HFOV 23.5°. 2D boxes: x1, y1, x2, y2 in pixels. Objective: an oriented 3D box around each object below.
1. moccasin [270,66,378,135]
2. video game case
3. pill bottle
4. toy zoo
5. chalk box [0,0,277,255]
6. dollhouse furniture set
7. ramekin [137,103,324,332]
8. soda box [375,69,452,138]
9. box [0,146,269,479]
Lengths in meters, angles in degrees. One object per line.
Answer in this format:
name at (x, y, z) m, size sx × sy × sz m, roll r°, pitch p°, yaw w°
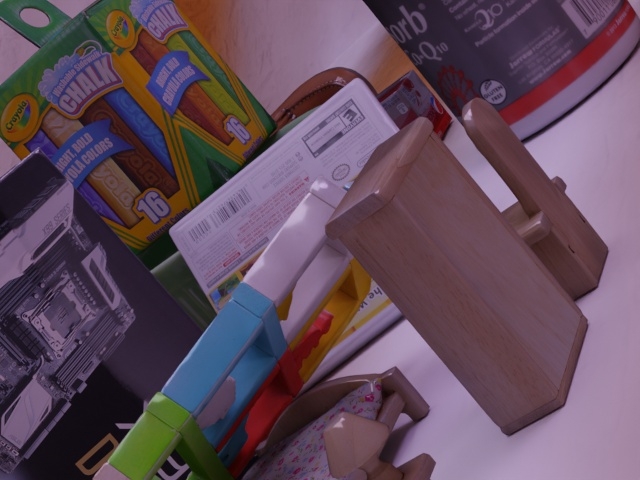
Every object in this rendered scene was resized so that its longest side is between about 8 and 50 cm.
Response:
moccasin at (-0.061, -0.099, 2.092) m, size 0.380 × 0.139 × 0.147 m, roll -33°, pitch 13°, yaw 36°
video game case at (0.000, 0.000, 1.347) m, size 0.227 × 0.206 × 0.026 m, roll -38°, pitch -29°, yaw 9°
pill bottle at (0.137, -0.289, 1.547) m, size 0.210 × 0.363 × 0.210 m, roll -39°, pitch 10°, yaw 8°
toy zoo at (-0.038, 0.076, 1.070) m, size 0.293 × 0.030 × 0.192 m, roll -53°, pitch -17°, yaw -15°
chalk box at (-0.219, -0.155, 1.615) m, size 0.179 × 0.289 × 0.180 m, roll -35°, pitch 12°, yaw 28°
dollhouse furniture set at (-0.017, 0.087, 1.029) m, size 0.355 × 0.174 × 0.303 m, roll -34°, pitch 11°, yaw 31°
ramekin at (-0.058, 0.011, 1.574) m, size 0.303 × 0.148 × 0.303 m, roll -39°, pitch 10°, yaw 8°
soda box at (0.032, -0.096, 1.896) m, size 0.263 × 0.083 × 0.092 m, roll -36°, pitch 10°, yaw 27°
box at (-0.205, 0.123, 1.173) m, size 0.242 × 0.307 × 0.076 m, roll -41°, pitch 4°, yaw -12°
